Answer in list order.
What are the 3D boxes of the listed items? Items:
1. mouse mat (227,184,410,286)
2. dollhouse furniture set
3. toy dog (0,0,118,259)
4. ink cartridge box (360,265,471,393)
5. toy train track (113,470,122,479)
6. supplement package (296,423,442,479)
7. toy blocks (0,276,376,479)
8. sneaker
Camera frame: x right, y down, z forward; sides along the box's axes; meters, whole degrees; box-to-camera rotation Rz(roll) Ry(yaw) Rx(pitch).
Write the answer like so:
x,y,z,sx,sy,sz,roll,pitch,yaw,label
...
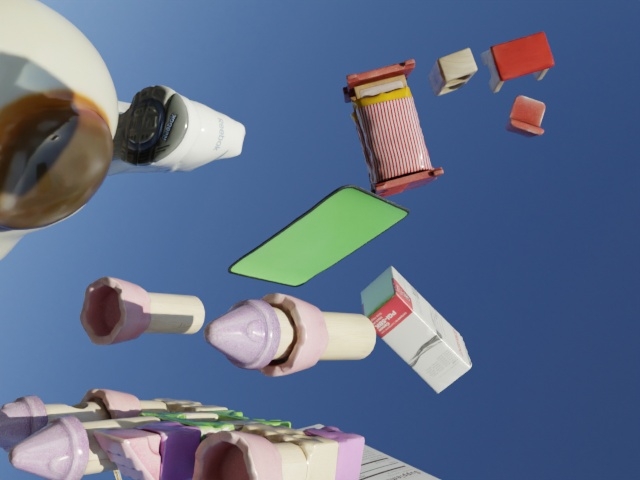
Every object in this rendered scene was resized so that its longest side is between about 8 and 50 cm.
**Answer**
x,y,z,sx,sy,sz,roll,pitch,yaw,label
0.000,0.000,0.942,0.189,0.152,0.007,-33,-117,24,mouse mat
0.237,-0.220,1.362,0.374,0.152,0.201,-17,-92,-3,dollhouse furniture set
-0.339,-0.121,0.525,0.395,0.408,0.284,-61,-145,12,toy dog
0.116,0.109,0.986,0.056,0.135,0.099,-42,-168,13,ink cartridge box
-0.390,0.425,1.502,0.048,0.083,0.014,-13,-167,7,toy train track
0.039,0.397,1.104,0.293,0.175,0.178,15,-82,40,supplement package
-0.137,0.189,0.672,0.288,0.260,0.309,2,-95,37,toy blocks
-0.212,-0.118,0.976,0.297,0.129,0.111,10,-90,47,sneaker
